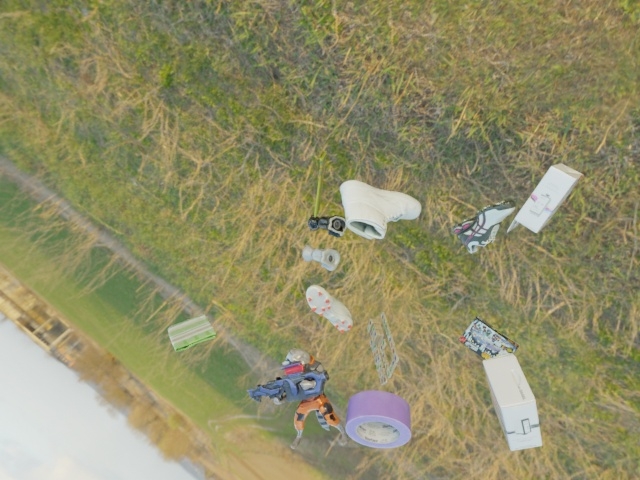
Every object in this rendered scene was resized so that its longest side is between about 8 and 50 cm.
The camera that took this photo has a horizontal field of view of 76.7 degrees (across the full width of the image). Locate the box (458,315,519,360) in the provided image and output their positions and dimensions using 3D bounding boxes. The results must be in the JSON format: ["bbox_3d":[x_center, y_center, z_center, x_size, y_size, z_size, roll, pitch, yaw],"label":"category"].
[{"bbox_3d":[0.490,0.298,1.182,0.137,0.027,0.093,36,117,22],"label":"box"}]

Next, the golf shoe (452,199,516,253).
[{"bbox_3d":[0.576,-0.051,1.383,0.120,0.105,0.273,69,157,14],"label":"golf shoe"}]

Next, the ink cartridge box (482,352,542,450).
[{"bbox_3d":[0.498,0.420,1.054,0.086,0.148,0.203,-18,121,13],"label":"ink cartridge box"}]

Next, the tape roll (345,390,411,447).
[{"bbox_3d":[0.171,0.529,1.193,0.189,0.080,0.188,5,128,7],"label":"tape roll"}]

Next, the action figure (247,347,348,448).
[{"bbox_3d":[-0.072,0.534,1.405,0.342,0.179,0.329,-14,87,30],"label":"action figure"}]

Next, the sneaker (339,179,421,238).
[{"bbox_3d":[0.195,-0.068,1.250,0.293,0.169,0.108,11,147,-24],"label":"sneaker"}]

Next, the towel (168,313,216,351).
[{"bbox_3d":[-0.354,0.254,1.112,0.152,0.113,0.023,23,129,61],"label":"towel"}]

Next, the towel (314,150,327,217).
[{"bbox_3d":[-0.005,-0.214,1.531,0.021,0.102,0.237,10,119,5],"label":"towel"}]

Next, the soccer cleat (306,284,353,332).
[{"bbox_3d":[0.024,0.186,1.155,0.068,0.076,0.196,-32,119,18],"label":"soccer cleat"}]

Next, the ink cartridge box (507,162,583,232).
[{"bbox_3d":[0.574,-0.094,1.040,0.067,0.115,0.198,40,125,26],"label":"ink cartridge box"}]

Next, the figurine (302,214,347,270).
[{"bbox_3d":[0.000,0.000,1.625,0.092,0.214,0.209,11,180,-33],"label":"figurine"}]

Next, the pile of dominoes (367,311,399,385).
[{"bbox_3d":[0.224,0.413,1.545,0.040,0.251,0.195,6,123,-11],"label":"pile of dominoes"}]
